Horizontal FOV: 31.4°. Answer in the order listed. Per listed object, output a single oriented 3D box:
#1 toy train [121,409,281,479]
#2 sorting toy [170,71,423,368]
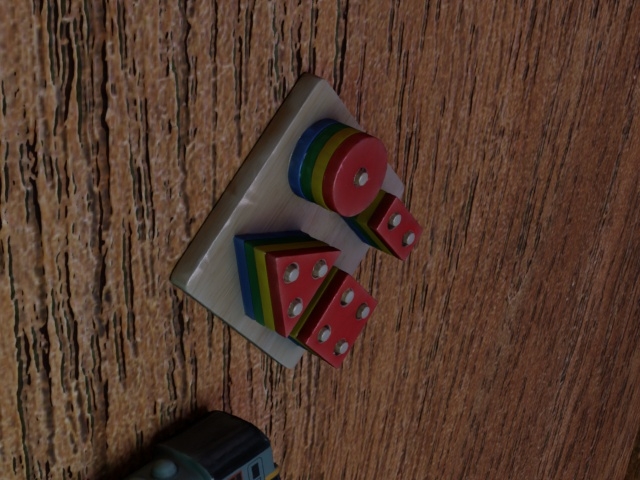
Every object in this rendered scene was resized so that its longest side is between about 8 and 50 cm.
[{"bbox_3d":[-0.170,0.318,1.171,0.334,0.142,0.190,-28,120,-40],"label":"toy train"},{"bbox_3d":[0.000,0.000,1.218,0.257,0.089,0.255,-57,146,-9],"label":"sorting toy"}]
